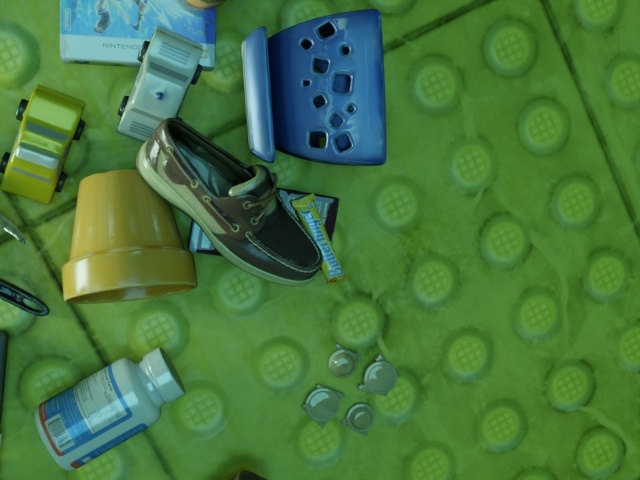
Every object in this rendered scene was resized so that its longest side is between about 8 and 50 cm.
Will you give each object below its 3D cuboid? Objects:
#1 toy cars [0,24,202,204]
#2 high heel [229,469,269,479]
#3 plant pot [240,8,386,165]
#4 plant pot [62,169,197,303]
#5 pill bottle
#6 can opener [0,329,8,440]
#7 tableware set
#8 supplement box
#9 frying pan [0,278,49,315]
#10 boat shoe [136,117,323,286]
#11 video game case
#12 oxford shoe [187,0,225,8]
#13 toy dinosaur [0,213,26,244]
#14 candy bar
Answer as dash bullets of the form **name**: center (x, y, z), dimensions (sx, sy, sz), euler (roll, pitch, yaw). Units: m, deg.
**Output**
- **toy cars**: center (-0.345, -0.186, 1.190), dimensions (0.394, 0.087, 0.176), euler (-27, 115, -1)
- **high heel**: center (-0.069, 0.552, 1.369), dimensions (0.377, 0.127, 0.181), euler (42, 115, -17)
- **plant pot**: center (-0.017, -0.232, 1.222), dimensions (0.212, 0.236, 0.236), euler (-5, 97, -4)
- **plant pot**: center (-0.308, -0.006, 1.205), dimensions (0.205, 0.205, 0.188), euler (-6, 82, -11)
- **pill bottle**: center (-0.341, 0.271, 1.251), dimensions (0.221, 0.124, 0.124), euler (-28, 101, -8)
- **can opener**: center (-0.555, 0.288, 1.222), dimensions (0.076, 0.095, 0.283), euler (6, 95, -13)
- **tableware set**: center (0.056, 0.275, 1.389), dimensions (0.141, 0.020, 0.168), euler (28, 89, -12)
- **supplement box**: center (-0.098, -0.030, 1.299), dimensions (0.239, 0.073, 0.130), euler (9, 94, -12)
- **frying pan**: center (-0.619, 0.050, 1.212), dimensions (0.197, 0.053, 0.326), euler (-38, 98, -6)
- **boat shoe**: center (-0.122, -0.062, 1.172), dimensions (0.342, 0.123, 0.123), euler (41, 48, -8)
- **video game case**: center (-0.291, -0.417, 1.226), dimensions (0.244, 0.061, 0.269), euler (0, 95, -13)
- **oxford shoe**: center (-0.081, -0.516, 1.195), dimensions (0.130, 0.133, 0.363), euler (38, 72, -33)
- **toy dinosaur**: center (-0.576, -0.087, 1.179), dimensions (0.268, 0.064, 0.118), euler (19, 72, -15)
- **candy bar**: center (0.000, 0.000, 1.277), dimensions (0.040, 0.018, 0.161), euler (-25, 100, -9)
